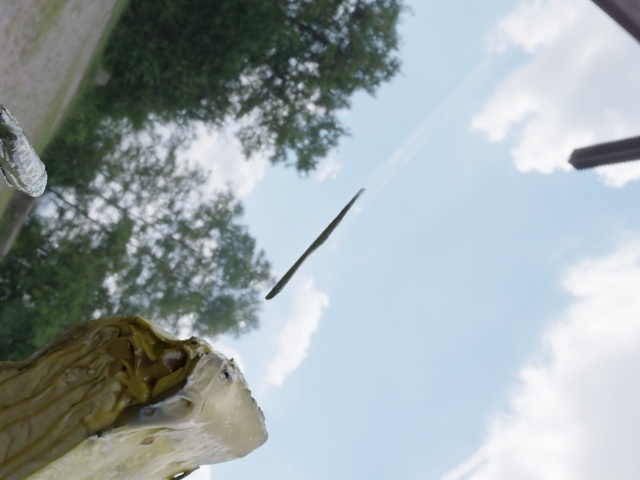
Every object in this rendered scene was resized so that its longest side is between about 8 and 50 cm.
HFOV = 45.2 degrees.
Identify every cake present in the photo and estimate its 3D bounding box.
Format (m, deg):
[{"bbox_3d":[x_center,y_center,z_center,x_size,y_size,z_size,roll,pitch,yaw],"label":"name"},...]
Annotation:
[{"bbox_3d":[-0.118,0.098,0.392,0.185,0.116,0.079,-36,-122,7],"label":"cake"}]

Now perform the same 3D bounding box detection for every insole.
[{"bbox_3d":[0.000,0.000,0.830,0.192,0.010,0.063,-49,180,-38],"label":"insole"}]

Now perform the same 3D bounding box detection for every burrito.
[{"bbox_3d":[-0.355,-0.104,0.892,0.188,0.058,0.045,116,-1,-70],"label":"burrito"}]
